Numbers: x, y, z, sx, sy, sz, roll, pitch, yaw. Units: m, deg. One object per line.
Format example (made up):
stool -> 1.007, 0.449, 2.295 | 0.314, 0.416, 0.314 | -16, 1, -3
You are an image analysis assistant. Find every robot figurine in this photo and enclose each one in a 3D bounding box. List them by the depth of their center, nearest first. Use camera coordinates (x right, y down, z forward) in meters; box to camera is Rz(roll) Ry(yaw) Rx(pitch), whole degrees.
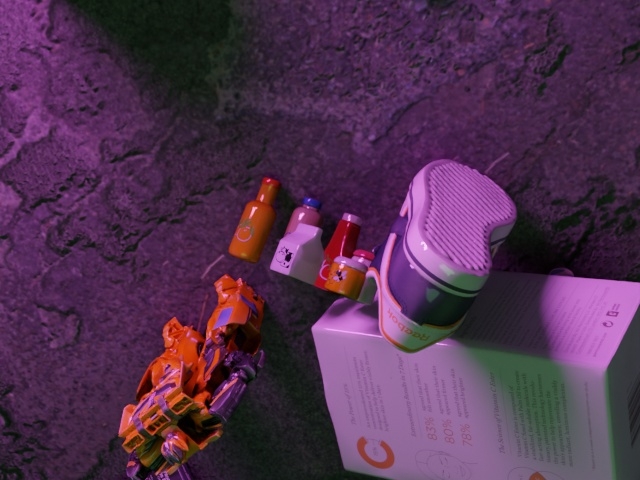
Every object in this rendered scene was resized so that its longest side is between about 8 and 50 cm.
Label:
robot figurine -> -0.154, 0.164, 1.238 | 0.211, 0.291, 0.085 | -40, 105, 20

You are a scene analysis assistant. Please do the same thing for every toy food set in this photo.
toy food set -> 0.000, 0.000, 1.201 | 0.111, 0.232, 0.105 | 23, 86, -35

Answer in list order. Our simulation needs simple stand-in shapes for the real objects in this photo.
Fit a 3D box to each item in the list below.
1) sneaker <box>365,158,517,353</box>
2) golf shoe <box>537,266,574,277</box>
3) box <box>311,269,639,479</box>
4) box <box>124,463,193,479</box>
sneaker -> 0.125, 0.010, 1.121 | 0.126, 0.321, 0.127 | 32, 115, 5
golf shoe -> 0.247, 0.106, 1.279 | 0.069, 0.086, 0.176 | 41, 114, -14
box -> 0.192, 0.165, 1.194 | 0.345, 0.168, 0.215 | 5, 121, 31
box -> -0.239, 0.384, 1.464 | 0.162, 0.029, 0.116 | -36, 72, 22
